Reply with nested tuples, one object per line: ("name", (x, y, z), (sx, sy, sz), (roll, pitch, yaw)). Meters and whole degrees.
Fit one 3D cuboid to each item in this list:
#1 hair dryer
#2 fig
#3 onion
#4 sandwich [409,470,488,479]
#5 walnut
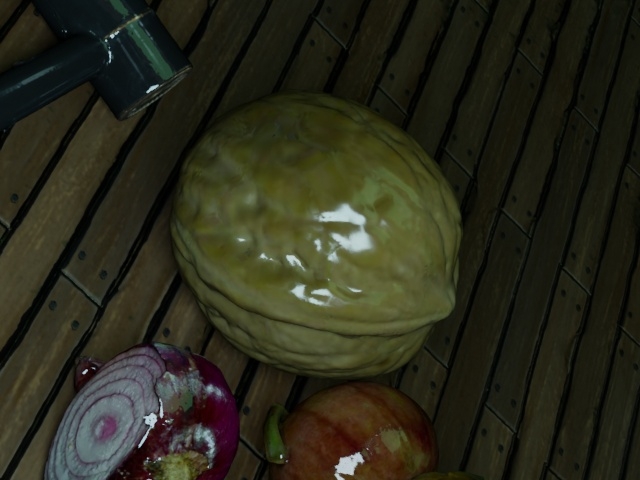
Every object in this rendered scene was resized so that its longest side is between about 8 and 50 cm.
("hair dryer", (-0.303, -0.188, 2.041), (0.189, 0.107, 0.352), (54, 42, 0))
("fig", (0.026, 0.235, 2.037), (0.205, 0.205, 0.205), (29, 45, -33))
("onion", (-0.178, 0.182, 1.867), (0.140, 0.195, 0.218), (27, 6, -34))
("sandwich", (0.100, 0.393, 1.945), (0.271, 0.099, 0.301), (-27, 122, -58))
("walnut", (0.000, 0.000, 2.053), (0.333, 0.333, 0.333), (29, 45, -33))
